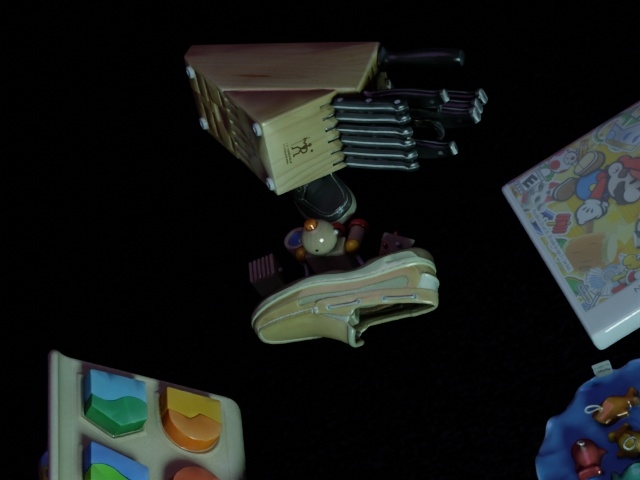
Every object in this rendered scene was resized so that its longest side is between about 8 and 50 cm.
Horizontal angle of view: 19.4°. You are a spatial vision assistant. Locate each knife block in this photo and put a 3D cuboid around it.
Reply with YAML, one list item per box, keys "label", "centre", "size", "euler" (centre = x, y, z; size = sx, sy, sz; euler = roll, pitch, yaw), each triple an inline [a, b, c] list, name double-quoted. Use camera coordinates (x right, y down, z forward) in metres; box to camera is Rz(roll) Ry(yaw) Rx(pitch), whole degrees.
- label: "knife block"
  centre: [0.022, -0.152, 1.920]
  size: [0.242, 0.088, 0.275]
  euler: [-24, 35, -18]

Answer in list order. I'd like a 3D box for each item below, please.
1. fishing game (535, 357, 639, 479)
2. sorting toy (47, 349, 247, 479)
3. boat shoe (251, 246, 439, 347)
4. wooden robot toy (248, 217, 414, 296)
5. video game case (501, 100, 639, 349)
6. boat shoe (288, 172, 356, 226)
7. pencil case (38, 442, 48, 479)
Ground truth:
- label: "fishing game"
  centre: [0.257, 0.149, 1.532]
  size: [0.264, 0.041, 0.189]
  euler: [-35, 29, -2]
- label: "sorting toy"
  centre: [-0.149, 0.192, 1.681]
  size: [0.038, 0.208, 0.193]
  euler: [-51, 31, 34]
- label: "boat shoe"
  centre: [0.022, 0.068, 1.777]
  size: [0.190, 0.068, 0.072]
  euler: [-22, 58, 19]
- label: "wooden robot toy"
  centre: [0.000, 0.000, 1.839]
  size: [0.173, 0.079, 0.076]
  euler: [-10, 48, 27]
- label: "video game case"
  centre: [0.293, -0.031, 1.701]
  size: [0.206, 0.026, 0.227]
  euler: [-32, 41, 6]
- label: "boat shoe"
  centre: [-0.016, -0.063, 1.929]
  size: [0.056, 0.049, 0.152]
  euler: [-43, 41, -4]
- label: "pencil case"
  centre: [-0.215, 0.320, 1.665]
  size: [0.133, 0.119, 0.306]
  euler: [122, 160, -49]
